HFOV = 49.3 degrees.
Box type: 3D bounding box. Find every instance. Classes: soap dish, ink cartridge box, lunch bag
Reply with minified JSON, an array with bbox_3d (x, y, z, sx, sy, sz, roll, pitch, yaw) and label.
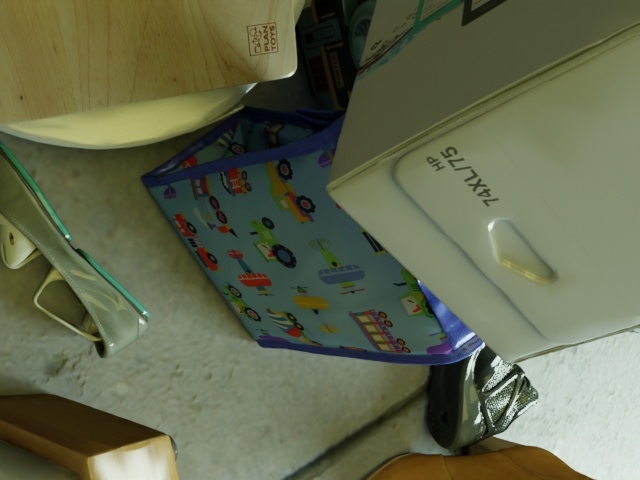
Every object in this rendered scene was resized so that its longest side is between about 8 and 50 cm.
[{"bbox_3d":[-0.194,0.270,0.563,0.118,0.229,0.290,-20,105,-46],"label":"soap dish"},{"bbox_3d":[0.157,-0.098,0.461,0.198,0.197,0.270,42,42,-28],"label":"ink cartridge box"},{"bbox_3d":[0.000,0.000,0.604,0.138,0.293,0.221,-41,114,-21],"label":"lunch bag"}]

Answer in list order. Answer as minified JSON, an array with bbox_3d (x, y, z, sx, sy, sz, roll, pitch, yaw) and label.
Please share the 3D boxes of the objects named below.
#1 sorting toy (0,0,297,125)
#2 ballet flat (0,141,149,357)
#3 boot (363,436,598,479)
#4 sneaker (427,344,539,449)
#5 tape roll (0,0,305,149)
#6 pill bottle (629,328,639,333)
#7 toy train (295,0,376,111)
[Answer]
[{"bbox_3d":[-0.158,-0.229,0.478,0.255,0.089,0.257,-16,118,-23],"label":"sorting toy"},{"bbox_3d":[-0.231,0.017,0.597,0.068,0.072,0.213,-41,114,-17],"label":"ballet flat"},{"bbox_3d":[0.182,0.312,0.793,0.295,0.211,0.104,-16,102,-29],"label":"boot"},{"bbox_3d":[0.212,0.143,0.872,0.130,0.087,0.227,3,96,-33],"label":"sneaker"},{"bbox_3d":[-0.189,-0.267,0.566,0.392,0.072,0.392,-4,101,-24],"label":"tape roll"},{"bbox_3d":[0.385,0.024,0.827,0.176,0.318,0.176,-3,96,-31],"label":"pill bottle"},{"bbox_3d":[0.083,-0.114,0.705,0.142,0.190,0.334,-23,107,-27],"label":"toy train"}]
